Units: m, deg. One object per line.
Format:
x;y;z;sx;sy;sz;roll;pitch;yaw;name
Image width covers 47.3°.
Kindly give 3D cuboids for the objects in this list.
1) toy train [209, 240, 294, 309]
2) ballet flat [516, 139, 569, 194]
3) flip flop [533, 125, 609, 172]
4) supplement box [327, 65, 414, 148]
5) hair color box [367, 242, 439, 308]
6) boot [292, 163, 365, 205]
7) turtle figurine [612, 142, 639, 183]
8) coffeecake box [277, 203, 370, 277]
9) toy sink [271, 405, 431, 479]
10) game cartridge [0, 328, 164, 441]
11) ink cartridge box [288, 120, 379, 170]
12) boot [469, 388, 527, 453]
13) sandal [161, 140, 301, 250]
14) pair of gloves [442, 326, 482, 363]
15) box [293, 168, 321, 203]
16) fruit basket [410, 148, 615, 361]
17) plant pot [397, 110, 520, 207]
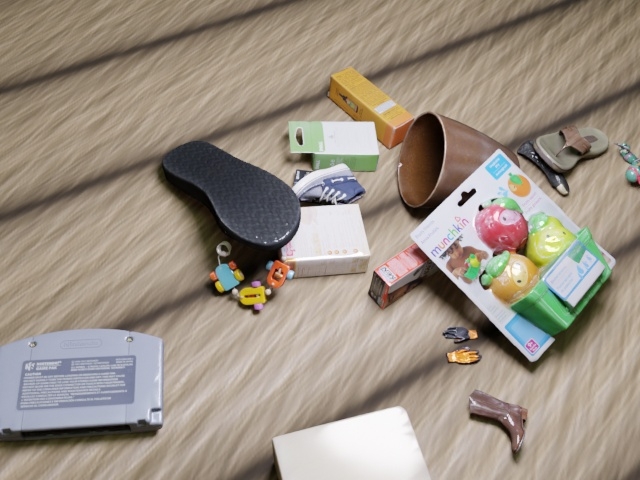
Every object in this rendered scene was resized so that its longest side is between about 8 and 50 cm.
-0.138;0.069;1.486;0.166;0.046;0.125;21;96;10;toy train
0.547;-0.174;1.784;0.057;0.049;0.173;13;39;-52;ballet flat
0.623;-0.240;1.785;0.277;0.080;0.112;-17;62;-34;flip flop
0.122;-0.334;1.822;0.080;0.078;0.233;-35;65;-28;supplement box
0.181;0.062;1.525;0.167;0.093;0.053;-30;62;-25;hair color box
0.020;-0.111;1.627;0.190;0.069;0.086;-27;70;-42;boot
0.811;-0.200;1.788;0.234;0.118;0.175;-20;18;-22;turtle figurine
0.000;0.000;1.564;0.186;0.068;0.142;-4;54;-10;coffeecake box
0.049;0.397;1.238;0.234;0.131;0.152;-13;56;-10;toy sink
-0.436;0.257;1.332;0.297;0.062;0.198;-2;50;-8;game cartridge
0.029;-0.225;1.738;0.209;0.062;0.109;0;54;-7;ink cartridge box
0.326;0.338;1.373;0.114;0.037;0.106;21;41;5;boot
-0.181;-0.088;1.569;0.168;0.107;0.446;-31;43;-21;sandal
0.287;0.211;1.479;0.074;0.010;0.083;1;53;-6;pair of gloves
-0.028;-0.124;1.684;0.067;0.018;0.083;7;53;-2;box
0.409;0.015;1.503;0.327;0.165;0.353;-41;90;-26;fruit basket
0.327;-0.168;1.662;0.230;0.215;0.215;6;52;-20;plant pot
